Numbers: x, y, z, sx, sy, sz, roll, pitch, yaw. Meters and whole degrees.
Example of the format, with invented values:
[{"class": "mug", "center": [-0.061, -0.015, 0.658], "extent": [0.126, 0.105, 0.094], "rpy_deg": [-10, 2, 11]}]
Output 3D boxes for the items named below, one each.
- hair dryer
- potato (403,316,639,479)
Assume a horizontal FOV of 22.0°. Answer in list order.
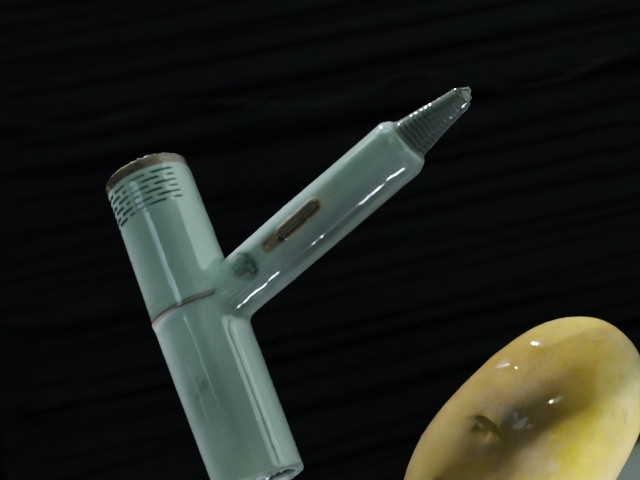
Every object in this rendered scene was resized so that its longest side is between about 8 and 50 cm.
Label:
[{"class": "hair dryer", "center": [0.004, 0.006, 0.698], "extent": [0.044, 0.183, 0.155], "rpy_deg": [7, -122, -62]}, {"class": "potato", "center": [0.146, 0.158, 1.194], "extent": [0.234, 0.146, 0.150], "rpy_deg": [-61, 37, 11]}]
